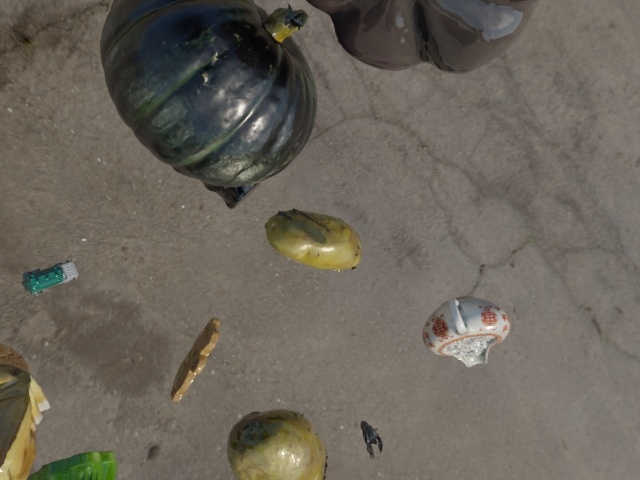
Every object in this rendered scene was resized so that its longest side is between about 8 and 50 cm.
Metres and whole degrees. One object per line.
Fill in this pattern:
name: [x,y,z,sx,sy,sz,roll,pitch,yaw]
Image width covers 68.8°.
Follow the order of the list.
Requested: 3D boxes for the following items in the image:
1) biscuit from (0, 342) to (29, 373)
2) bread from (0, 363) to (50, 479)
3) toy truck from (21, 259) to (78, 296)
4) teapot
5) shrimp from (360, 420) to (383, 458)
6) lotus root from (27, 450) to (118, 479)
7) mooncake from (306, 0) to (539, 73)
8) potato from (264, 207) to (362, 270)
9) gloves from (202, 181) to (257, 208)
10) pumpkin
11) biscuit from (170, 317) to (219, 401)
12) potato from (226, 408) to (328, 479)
biscuit: [-0.706,0.306,0.956,0.049,0.208,0.181,-31,109,24]
bread: [-0.384,0.176,0.404,0.241,0.136,0.107,8,130,-13]
toy truck: [-0.432,0.059,0.748,0.083,0.044,0.039,-30,101,-58]
teapot: [0.266,0.162,0.868,0.245,0.159,0.116,36,50,-53]
shrimp: [0.114,0.434,1.025,0.038,0.092,0.029,-14,128,-3]
lotus root: [-0.512,0.563,0.986,0.186,0.186,0.186,0,90,-21]
mooncake: [0.084,-0.257,0.374,0.245,0.245,0.133,36,62,-17]
potato: [0.000,0.000,1.219,0.300,0.173,0.140,15,102,-40]
gloves: [-0.220,-0.208,0.907,0.152,0.197,0.301,-24,91,-22]
pumpkin: [-0.102,-0.183,0.517,0.216,0.250,0.250,-32,103,18]
biscuit: [-0.270,0.250,1.003,0.027,0.133,0.184,30,112,-21]
potato: [-0.110,0.494,1.102,0.229,0.229,0.266,-31,129,-19]
